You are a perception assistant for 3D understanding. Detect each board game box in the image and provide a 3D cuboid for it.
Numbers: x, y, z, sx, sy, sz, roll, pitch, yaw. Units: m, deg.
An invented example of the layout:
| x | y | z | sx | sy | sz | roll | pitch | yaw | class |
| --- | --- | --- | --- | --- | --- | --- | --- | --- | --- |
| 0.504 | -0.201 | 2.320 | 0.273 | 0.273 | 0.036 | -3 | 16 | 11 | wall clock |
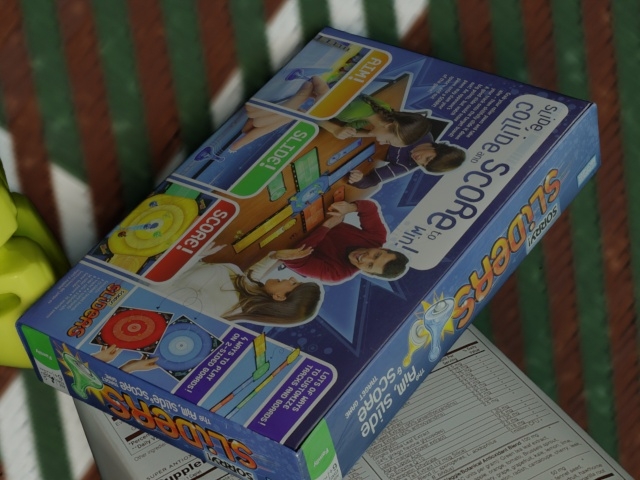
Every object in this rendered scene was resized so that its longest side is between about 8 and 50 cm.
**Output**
| x | y | z | sx | sy | sz | roll | pitch | yaw | class |
| --- | --- | --- | --- | --- | --- | --- | --- | --- | --- |
| 0.000 | 0.000 | 0.643 | 0.201 | 0.136 | 0.035 | -46 | 141 | -31 | board game box |

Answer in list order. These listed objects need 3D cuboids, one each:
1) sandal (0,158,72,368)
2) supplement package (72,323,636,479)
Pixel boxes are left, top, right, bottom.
| x | y | z | sx | sy | sz | roll | pitch | yaw | class |
| --- | --- | --- | --- | --- | --- | --- | --- | --- | --- |
| -0.219 | -0.055 | 0.625 | 0.138 | 0.126 | 0.317 | -30 | 109 | -1 | sandal |
| 0.022 | 0.142 | 0.663 | 0.149 | 0.203 | 0.194 | -25 | 128 | -16 | supplement package |
